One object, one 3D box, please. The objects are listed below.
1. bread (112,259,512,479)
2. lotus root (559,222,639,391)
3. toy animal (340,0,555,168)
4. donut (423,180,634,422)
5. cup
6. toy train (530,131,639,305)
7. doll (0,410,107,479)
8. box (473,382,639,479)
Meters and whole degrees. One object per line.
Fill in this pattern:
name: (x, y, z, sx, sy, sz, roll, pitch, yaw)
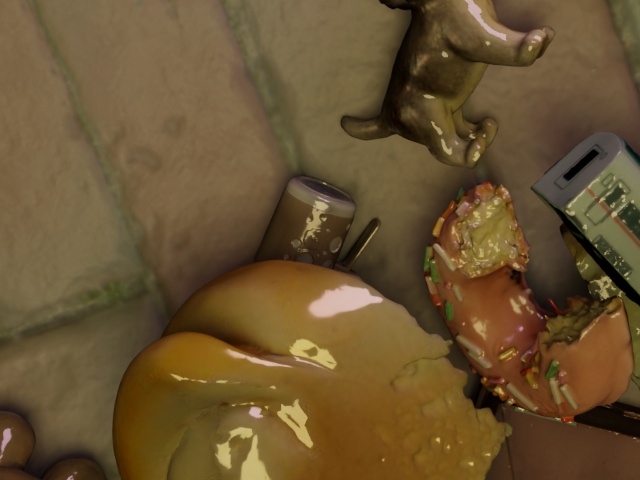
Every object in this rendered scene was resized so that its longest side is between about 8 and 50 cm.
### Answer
bread: (0.000, 0.230, 1.788, 0.329, 0.245, 0.424, -17, 108, 22)
lotus root: (0.313, 0.042, 1.842, 0.119, 0.138, 0.235, -27, 105, 10)
toy animal: (0.119, -0.179, 1.787, 0.169, 0.121, 0.233, 19, 115, 10)
donut: (0.180, 0.070, 1.807, 0.085, 0.233, 0.199, -33, 150, -24)
cup: (-0.001, 0.002, 1.849, 0.102, 0.074, 0.099, 21, 104, -8)
toy train: (0.351, 0.073, 1.756, 0.088, 0.086, 0.407, -44, 110, 0)
doll: (-0.332, 0.333, 1.880, 0.235, 0.174, 0.330, 31, 101, -16)
box: (0.231, 0.256, 1.923, 0.215, 0.086, 0.215, 16, 105, -5)
